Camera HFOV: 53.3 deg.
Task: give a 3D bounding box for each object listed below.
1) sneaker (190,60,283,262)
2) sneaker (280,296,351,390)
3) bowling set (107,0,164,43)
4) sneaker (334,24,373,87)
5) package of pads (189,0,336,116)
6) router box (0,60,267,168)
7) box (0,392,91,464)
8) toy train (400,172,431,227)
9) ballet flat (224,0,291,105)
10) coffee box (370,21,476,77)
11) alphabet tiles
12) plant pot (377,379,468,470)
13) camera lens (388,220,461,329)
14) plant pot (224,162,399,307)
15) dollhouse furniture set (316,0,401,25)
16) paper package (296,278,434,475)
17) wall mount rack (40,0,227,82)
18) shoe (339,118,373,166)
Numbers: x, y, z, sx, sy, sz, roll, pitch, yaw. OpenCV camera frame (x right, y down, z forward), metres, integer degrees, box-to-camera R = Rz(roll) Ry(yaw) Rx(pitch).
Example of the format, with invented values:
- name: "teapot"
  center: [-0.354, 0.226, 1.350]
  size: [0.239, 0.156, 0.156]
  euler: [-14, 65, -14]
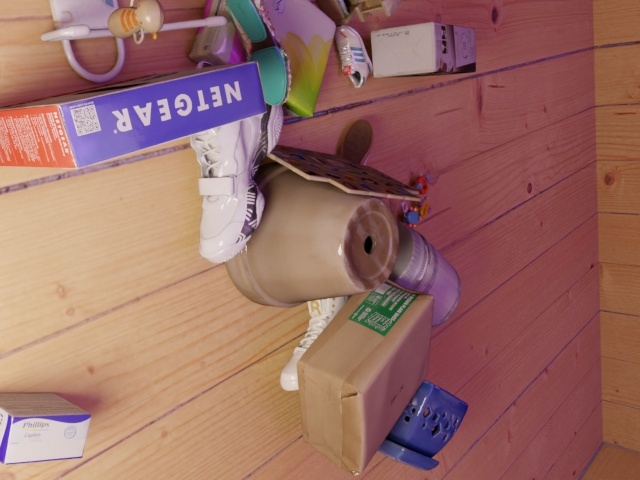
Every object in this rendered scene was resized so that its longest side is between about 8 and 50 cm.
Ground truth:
- name: "sneaker"
  center: [-0.205, -0.153, 1.214]
  size: [0.210, 0.137, 0.366]
  euler: [30, 68, -44]
- name: "sneaker"
  center: [-0.015, 0.211, 1.499]
  size: [0.292, 0.108, 0.169]
  euler: [-37, 117, -48]
- name: "bowling set"
  center: [-0.311, -0.422, 0.868]
  size: [0.199, 0.154, 0.287]
  euler: [-11, 104, -44]
- name: "sneaker"
  center: [0.073, -0.442, 1.542]
  size: [0.161, 0.057, 0.075]
  euler: [54, 51, -41]
- name: "package of pads"
  center: [-0.107, -0.416, 1.312]
  size: [0.296, 0.101, 0.229]
  euler: [24, 78, -47]
- name: "router box"
  center: [-0.304, -0.193, 0.968]
  size: [0.335, 0.301, 0.082]
  euler: [-29, 116, -43]
- name: "box"
  center: [-0.449, 0.286, 0.985]
  size: [0.126, 0.137, 0.072]
  euler: [14, 85, -48]
- name: "toy train"
  center: [0.262, -0.109, 1.806]
  size: [0.166, 0.046, 0.125]
  euler: [-49, 127, -37]
- name: "ballet flat"
  center: [-0.105, -0.374, 1.192]
  size: [0.077, 0.091, 0.241]
  euler: [-67, 146, -50]
- name: "coffee box"
  center: [0.274, -0.486, 1.647]
  size: [0.297, 0.168, 0.119]
  euler: [-22, 111, -54]
- name: "alphabet tiles"
  center: [0.048, -0.147, 1.377]
  size: [0.342, 0.285, 0.011]
  euler: [3, 113, -44]
- name: "plant pot"
  center: [0.216, 0.468, 1.690]
  size: [0.236, 0.235, 0.212]
  euler: [37, 74, -45]
- name: "camera lens"
  center: [0.220, 0.098, 1.649]
  size: [0.274, 0.219, 0.220]
  euler: [40, 66, -43]
- name: "plant pot"
  center: [0.000, 0.000, 1.350]
  size: [0.323, 0.280, 0.323]
  euler: [-9, 103, -47]
- name: "dollhouse furniture set"
  center: [0.087, -0.586, 1.445]
  size: [0.129, 0.183, 0.129]
  euler: [-56, 131, -28]
- name: "paper package"
  center: [0.105, 0.289, 1.422]
  size: [0.325, 0.168, 0.310]
  euler: [-44, 145, -38]
- name: "wall mount rack"
  center: [-0.324, -0.447, 1.043]
  size: [0.304, 0.130, 0.350]
  euler: [-25, 113, -44]
- name: "shoe"
  center: [0.079, -0.197, 1.585]
  size: [0.058, 0.076, 0.219]
  euler: [111, -6, -77]
